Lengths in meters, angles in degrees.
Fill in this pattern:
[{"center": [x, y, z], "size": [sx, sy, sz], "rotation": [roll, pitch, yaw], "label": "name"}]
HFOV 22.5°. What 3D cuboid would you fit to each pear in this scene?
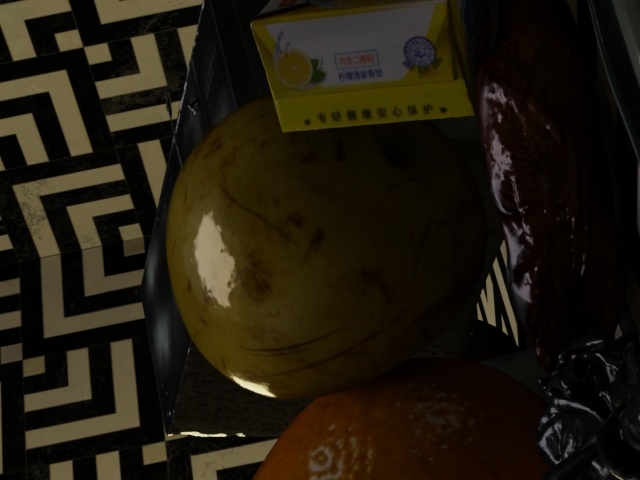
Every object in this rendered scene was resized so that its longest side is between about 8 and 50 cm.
[{"center": [0.000, 0.000, 1.398], "size": [0.281, 0.281, 0.280], "rotation": [169, 90, -90], "label": "pear"}]

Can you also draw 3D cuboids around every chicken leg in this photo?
[{"center": [0.174, -0.093, 1.228], "size": [0.158, 0.096, 0.407], "rotation": [3, -102, -74], "label": "chicken leg"}]

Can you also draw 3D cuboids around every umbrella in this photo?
[{"center": [0.202, 0.128, 0.952], "size": [0.336, 0.128, 0.154], "rotation": [134, 127, -86], "label": "umbrella"}]

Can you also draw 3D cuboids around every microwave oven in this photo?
[{"center": [0.009, -0.017, 1.728], "size": [0.236, 0.374, 0.432], "rotation": [-108, 26, -45], "label": "microwave oven"}]

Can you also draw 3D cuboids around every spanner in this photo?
[{"center": [0.182, -0.169, 1.002], "size": [0.095, 0.040, 0.325], "rotation": [81, 176, -67], "label": "spanner"}]

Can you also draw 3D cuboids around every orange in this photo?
[{"center": [0.093, 0.318, 1.459], "size": [0.424, 0.326, 0.424], "rotation": [33, 129, 55], "label": "orange"}]

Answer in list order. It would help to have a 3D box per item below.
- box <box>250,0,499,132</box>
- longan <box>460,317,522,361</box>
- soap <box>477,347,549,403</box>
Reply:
[{"center": [0.066, -0.190, 1.321], "size": [0.265, 0.168, 0.097], "rotation": [-57, -41, -56], "label": "box"}, {"center": [0.171, 0.205, 1.978], "size": [0.246, 0.215, 0.246], "rotation": [15, -111, -45], "label": "longan"}, {"center": [0.233, 0.276, 1.705], "size": [0.193, 0.109, 0.324], "rotation": [179, 80, -88], "label": "soap"}]
